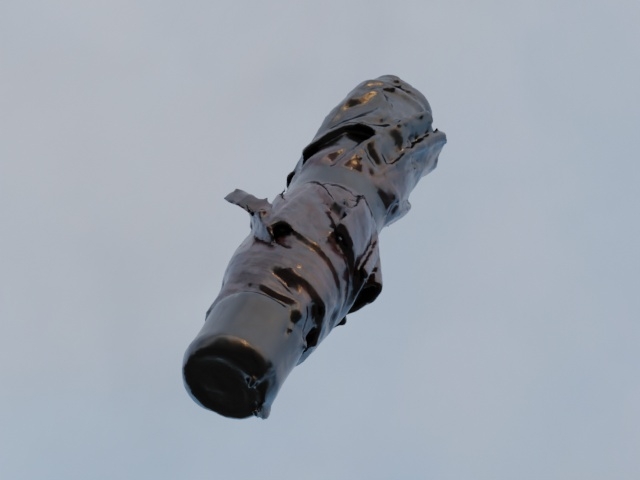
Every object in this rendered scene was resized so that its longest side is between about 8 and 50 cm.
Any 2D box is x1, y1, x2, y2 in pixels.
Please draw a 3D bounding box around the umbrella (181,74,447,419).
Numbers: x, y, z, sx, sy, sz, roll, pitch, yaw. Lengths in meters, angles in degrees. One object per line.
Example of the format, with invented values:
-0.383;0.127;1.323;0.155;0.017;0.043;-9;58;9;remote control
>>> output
0.000;0.000;1.086;0.090;0.326;0.094;4;-57;20;umbrella
